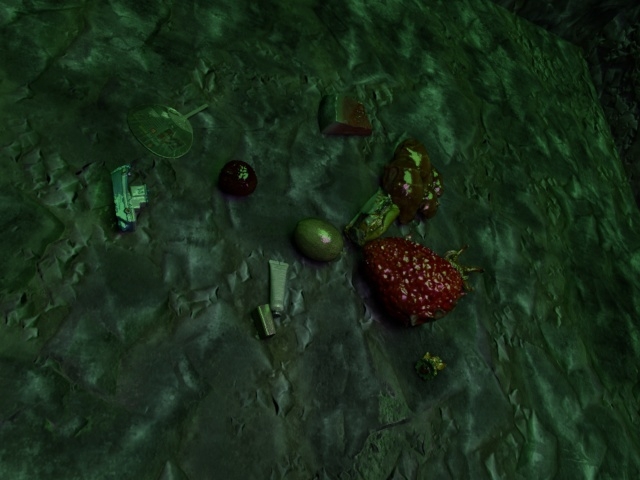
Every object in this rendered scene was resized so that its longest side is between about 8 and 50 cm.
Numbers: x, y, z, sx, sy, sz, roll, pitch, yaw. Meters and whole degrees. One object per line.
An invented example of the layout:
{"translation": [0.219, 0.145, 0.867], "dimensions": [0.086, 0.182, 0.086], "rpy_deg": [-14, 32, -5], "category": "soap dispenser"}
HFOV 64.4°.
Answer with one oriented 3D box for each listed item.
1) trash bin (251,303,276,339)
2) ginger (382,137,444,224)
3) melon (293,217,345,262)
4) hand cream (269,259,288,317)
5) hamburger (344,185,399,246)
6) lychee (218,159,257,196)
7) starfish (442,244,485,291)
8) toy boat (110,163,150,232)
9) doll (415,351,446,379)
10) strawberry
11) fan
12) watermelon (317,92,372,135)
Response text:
{"translation": [-0.167, 0.244, 1.516], "dimensions": [0.043, 0.061, 0.092], "rpy_deg": [-7, 69, -32], "category": "trash bin"}
{"translation": [0.368, -0.226, 2.035], "dimensions": [0.274, 0.152, 0.357], "rpy_deg": [47, 49, -23], "category": "ginger"}
{"translation": [0.000, 0.000, 1.699], "dimensions": [0.192, 0.139, 0.139], "rpy_deg": [30, 53, -7], "category": "melon"}
{"translation": [-0.135, 0.151, 1.604], "dimensions": [0.067, 0.042, 0.194], "rpy_deg": [10, 53, -15], "category": "hand cream"}
{"translation": [0.198, -0.081, 1.801], "dimensions": [0.125, 0.235, 0.214], "rpy_deg": [41, 46, -14], "category": "hamburger"}
{"translation": [-0.269, -0.200, 1.682], "dimensions": [0.129, 0.123, 0.123], "rpy_deg": [54, 40, -41], "category": "lychee"}
{"translation": [0.561, 0.114, 1.985], "dimensions": [0.146, 0.074, 0.190], "rpy_deg": [-8, 68, -31], "category": "starfish"}
{"translation": [-0.554, -0.129, 1.494], "dimensions": [0.102, 0.088, 0.215], "rpy_deg": [-8, 69, -22], "category": "toy boat"}
{"translation": [0.369, 0.429, 1.719], "dimensions": [0.078, 0.077, 0.113], "rpy_deg": [32, 14, 27], "category": "doll"}
{"translation": [0.308, 0.117, 1.707], "dimensions": [0.292, 0.292, 0.343], "rpy_deg": [-25, 82, -37], "category": "strawberry"}
{"translation": [-0.492, -0.373, 1.720], "dimensions": [0.294, 0.012, 0.223], "rpy_deg": [-9, 68, -32], "category": "fan"}
{"translation": [0.123, -0.512, 2.090], "dimensions": [0.256, 0.140, 0.193], "rpy_deg": [12, 66, -32], "category": "watermelon"}
